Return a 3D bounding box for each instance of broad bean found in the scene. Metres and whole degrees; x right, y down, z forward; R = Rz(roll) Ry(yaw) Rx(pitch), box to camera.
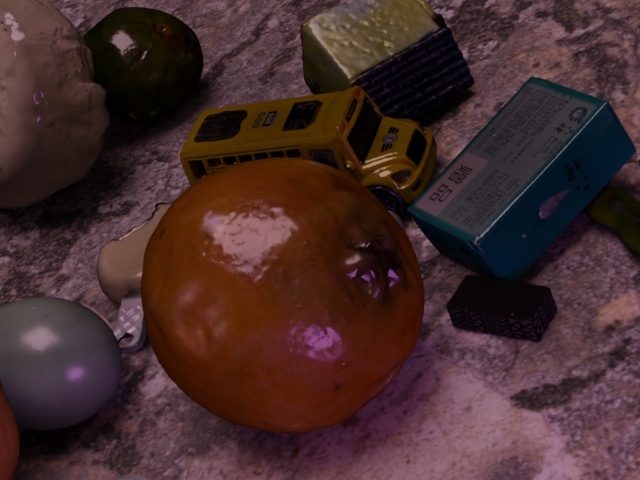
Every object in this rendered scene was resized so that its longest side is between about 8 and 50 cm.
[{"bbox_3d":[0.360,-0.031,1.831,0.060,0.043,0.297,-44,38,-5],"label":"broad bean"}]

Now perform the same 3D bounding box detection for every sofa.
[{"bbox_3d":[0.213,0.079,1.784,0.118,0.039,0.060,8,49,36],"label":"sofa"}]

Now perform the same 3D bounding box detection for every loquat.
[{"bbox_3d":[-0.042,0.059,1.727,0.328,0.328,0.328,-16,37,12],"label":"loquat"}]

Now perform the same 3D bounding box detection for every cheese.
[{"bbox_3d":[-0.220,0.050,2.039,0.163,0.071,0.249,-24,36,3],"label":"cheese"}]

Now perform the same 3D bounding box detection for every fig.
[{"bbox_3d":[-0.299,-0.267,2.416,0.195,0.195,0.245,-53,10,-33],"label":"fig"}]

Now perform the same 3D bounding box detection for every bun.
[{"bbox_3d":[-0.454,-0.220,2.306,0.211,0.360,0.360,-14,26,-37],"label":"bun"}]

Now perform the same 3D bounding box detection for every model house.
[{"bbox_3d":[0.105,-0.239,2.185,0.194,0.170,0.211,-29,64,-16],"label":"model house"}]

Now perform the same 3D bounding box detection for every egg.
[{"bbox_3d":[-0.355,0.155,1.907,0.231,0.168,0.168,-3,41,33],"label":"egg"}]

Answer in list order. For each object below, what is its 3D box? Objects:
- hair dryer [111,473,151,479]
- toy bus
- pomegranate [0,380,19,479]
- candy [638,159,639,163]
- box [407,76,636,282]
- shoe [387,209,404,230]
[{"bbox_3d":[-0.118,0.371,1.590,0.357,0.107,0.173,12,50,27],"label":"hair dryer"},{"bbox_3d":[-0.016,-0.115,2.059,0.331,0.151,0.145,-6,38,25],"label":"toy bus"},{"bbox_3d":[-0.555,0.254,1.711,0.411,0.411,0.411,-16,37,12],"label":"pomegranate"},{"bbox_3d":[0.482,-0.146,1.913,0.184,0.049,0.055,-30,7,4],"label":"candy"},{"bbox_3d":[0.247,-0.074,1.864,0.245,0.092,0.153,-45,34,-9],"label":"box"},{"bbox_3d":[0.000,0.000,1.951,0.227,0.099,0.125,-20,39,13],"label":"shoe"}]
